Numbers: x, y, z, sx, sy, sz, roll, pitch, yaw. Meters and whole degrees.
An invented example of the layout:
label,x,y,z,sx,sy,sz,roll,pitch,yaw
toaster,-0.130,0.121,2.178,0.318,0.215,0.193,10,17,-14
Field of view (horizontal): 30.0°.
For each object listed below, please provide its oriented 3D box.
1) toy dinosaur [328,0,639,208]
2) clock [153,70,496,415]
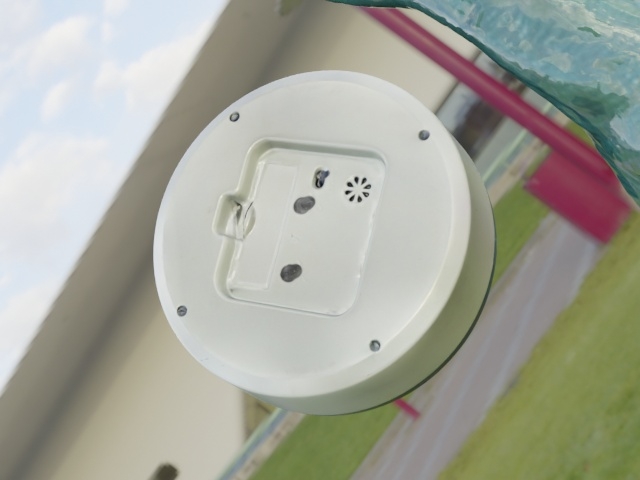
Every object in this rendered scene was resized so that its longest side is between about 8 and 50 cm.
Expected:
label,x,y,z,sx,sy,sz,roll,pitch,yaw
toy dinosaur,0.152,-0.030,0.480,0.331,0.383,0.129,18,75,57
clock,0.000,0.000,0.818,0.230,0.230,0.083,-53,-30,-1
